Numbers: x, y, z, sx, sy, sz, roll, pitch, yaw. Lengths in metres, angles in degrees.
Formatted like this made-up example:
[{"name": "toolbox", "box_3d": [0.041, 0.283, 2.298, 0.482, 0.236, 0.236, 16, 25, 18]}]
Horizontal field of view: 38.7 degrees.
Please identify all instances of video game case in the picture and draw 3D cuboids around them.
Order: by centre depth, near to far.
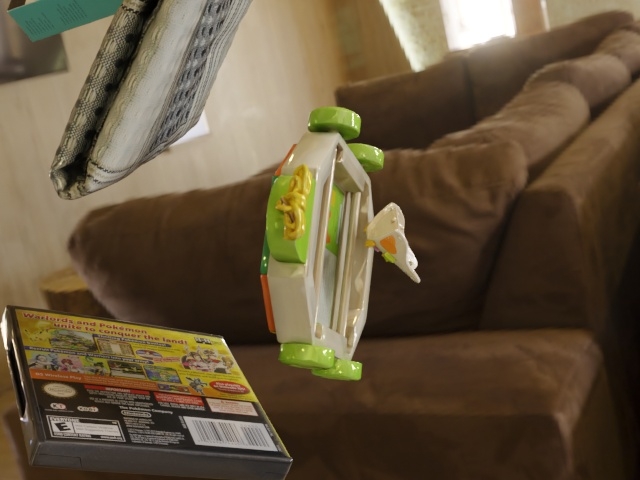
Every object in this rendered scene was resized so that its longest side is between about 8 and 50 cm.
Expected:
[{"name": "video game case", "box_3d": [-0.195, 0.165, 0.995, 0.274, 0.035, 0.248, 13, 21, -31]}]

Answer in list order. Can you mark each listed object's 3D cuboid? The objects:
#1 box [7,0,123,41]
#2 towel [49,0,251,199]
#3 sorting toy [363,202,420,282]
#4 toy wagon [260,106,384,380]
[{"name": "box", "box_3d": [-0.288, -0.348, 1.206, 0.244, 0.060, 0.101, -13, 50, 19]}, {"name": "towel", "box_3d": [-0.071, -0.198, 0.681, 0.056, 0.324, 0.312, 27, 16, -1]}, {"name": "sorting toy", "box_3d": [0.087, 0.010, 1.012, 0.044, 0.075, 0.083, -35, 18, 15]}, {"name": "toy wagon", "box_3d": [0.000, 0.000, 0.946, 0.068, 0.267, 0.344, 3, -13, 17]}]
